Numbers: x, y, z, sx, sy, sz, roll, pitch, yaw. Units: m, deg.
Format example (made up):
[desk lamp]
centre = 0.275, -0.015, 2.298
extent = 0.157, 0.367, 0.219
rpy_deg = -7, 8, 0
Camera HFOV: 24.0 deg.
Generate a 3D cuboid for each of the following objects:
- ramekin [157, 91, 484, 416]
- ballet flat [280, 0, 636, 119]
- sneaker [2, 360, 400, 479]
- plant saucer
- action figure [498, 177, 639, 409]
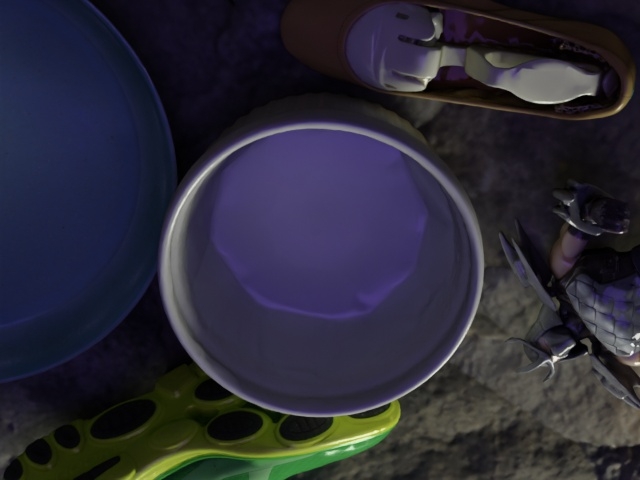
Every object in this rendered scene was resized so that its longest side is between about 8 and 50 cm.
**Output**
[ramekin]
centre = 0.000, 0.000, 0.989
extent = 0.207, 0.109, 0.207
rpy_deg = 0, 114, 0
[ballet flat]
centre = 0.089, -0.121, 0.955
extent = 0.232, 0.073, 0.080
rpy_deg = 6, 113, -2
[sneaker]
centre = -0.084, 0.158, 1.075
extent = 0.296, 0.109, 0.123
rpy_deg = -20, 138, 5
[plant saucer]
centre = -0.252, -0.051, 1.005
extent = 0.318, 0.043, 0.317
rpy_deg = 0, 113, 1
[action figure]
centre = 0.243, 0.010, 1.000
extent = 0.285, 0.099, 0.185
rpy_deg = -35, 114, 17
